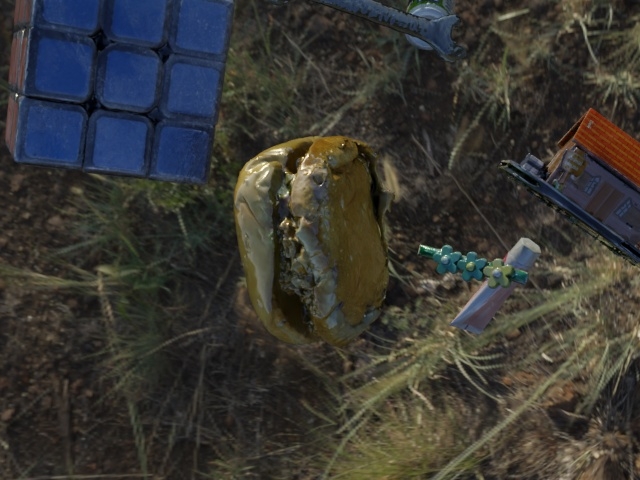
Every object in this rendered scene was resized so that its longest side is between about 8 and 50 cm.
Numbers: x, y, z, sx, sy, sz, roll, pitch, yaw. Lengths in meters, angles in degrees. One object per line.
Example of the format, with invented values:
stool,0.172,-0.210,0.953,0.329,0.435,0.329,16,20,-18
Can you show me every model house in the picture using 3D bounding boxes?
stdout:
model house,0.422,-0.078,1.225,0.294,0.207,0.154,36,97,3

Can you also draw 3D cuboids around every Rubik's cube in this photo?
Rubik's cube,-0.337,-0.265,1.381,0.303,0.301,0.305,30,112,63

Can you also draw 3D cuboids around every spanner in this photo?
spanner,0.048,-0.233,0.860,0.015,0.254,0.054,-1,80,61

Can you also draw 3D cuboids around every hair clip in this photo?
hair clip,0.220,0.039,1.259,0.173,0.049,0.049,15,83,33

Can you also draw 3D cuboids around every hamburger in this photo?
hamburger,0.000,0.000,1.203,0.158,0.318,0.319,-2,77,27

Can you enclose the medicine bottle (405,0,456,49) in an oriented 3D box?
medicine bottle,0.147,-0.349,1.130,0.061,0.092,0.221,-11,40,25

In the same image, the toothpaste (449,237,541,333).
toothpaste,0.291,0.080,1.403,0.194,0.067,0.043,-57,30,28
